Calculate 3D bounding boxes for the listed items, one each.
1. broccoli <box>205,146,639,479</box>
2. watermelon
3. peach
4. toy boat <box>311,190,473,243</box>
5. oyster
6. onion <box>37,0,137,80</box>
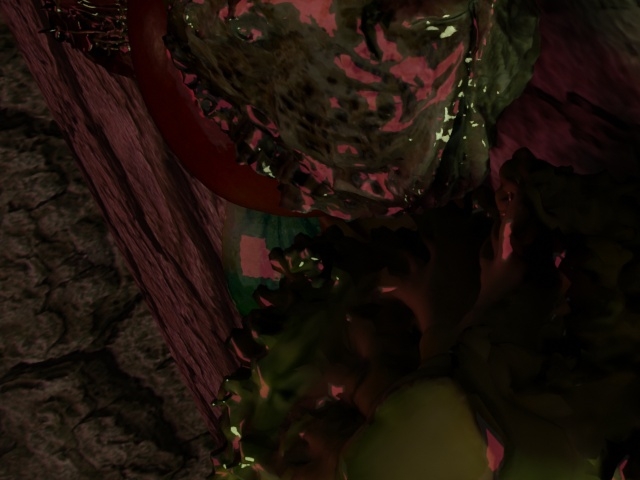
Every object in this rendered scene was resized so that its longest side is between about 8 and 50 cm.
[{"bbox_3d":[0.100,0.129,0.989,0.324,0.334,0.272,55,-165,-16],"label":"broccoli"},{"bbox_3d":[-0.001,0.014,1.621,0.146,0.128,0.231,21,141,41],"label":"watermelon"},{"bbox_3d":[-0.018,-0.133,1.143,0.243,0.199,0.243,43,151,31],"label":"peach"},{"bbox_3d":[0.100,0.129,1.411,0.162,0.136,0.445,50,165,53],"label":"toy boat"},{"bbox_3d":[0.023,-0.100,0.924,0.267,0.112,0.198,14,140,43],"label":"oyster"},{"bbox_3d":[-0.148,-0.248,1.353,0.281,0.221,0.281,-17,-90,-77],"label":"onion"}]
